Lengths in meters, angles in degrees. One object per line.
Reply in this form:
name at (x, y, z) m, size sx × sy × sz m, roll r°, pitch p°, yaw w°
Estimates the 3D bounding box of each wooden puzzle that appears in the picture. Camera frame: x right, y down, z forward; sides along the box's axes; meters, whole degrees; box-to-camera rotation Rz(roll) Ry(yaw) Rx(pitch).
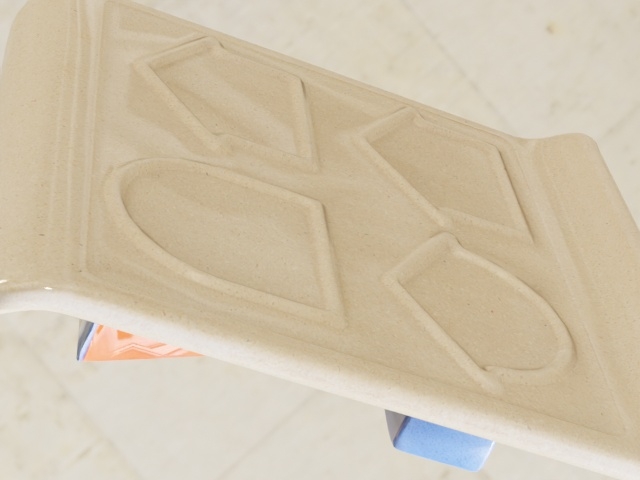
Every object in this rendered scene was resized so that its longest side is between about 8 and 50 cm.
wooden puzzle at (0.000, 0.000, 0.846) m, size 0.348 × 0.080 × 0.322 m, roll 14°, pitch 28°, yaw -13°
